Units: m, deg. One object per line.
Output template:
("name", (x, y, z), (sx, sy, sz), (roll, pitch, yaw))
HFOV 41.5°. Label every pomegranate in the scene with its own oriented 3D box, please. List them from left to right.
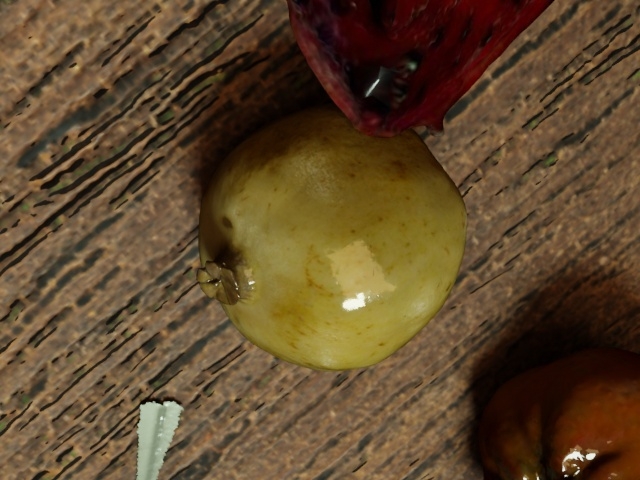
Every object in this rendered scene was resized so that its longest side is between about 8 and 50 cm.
("pomegranate", (0.000, 0.000, 0.576), (0.196, 0.196, 0.196), (-6, 112, -14))

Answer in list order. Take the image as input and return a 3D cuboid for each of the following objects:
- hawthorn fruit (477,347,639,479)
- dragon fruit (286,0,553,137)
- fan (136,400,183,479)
("hawthorn fruit", (0.260, 0.206, 0.737), (0.261, 0.224, 0.224), (8, 110, -44))
("dragon fruit", (0.085, -0.269, 0.547), (0.329, 0.228, 0.286), (-36, 150, -32))
("fan", (-0.170, 0.324, 0.750), (0.233, 0.012, 0.414), (2, 111, -18))
